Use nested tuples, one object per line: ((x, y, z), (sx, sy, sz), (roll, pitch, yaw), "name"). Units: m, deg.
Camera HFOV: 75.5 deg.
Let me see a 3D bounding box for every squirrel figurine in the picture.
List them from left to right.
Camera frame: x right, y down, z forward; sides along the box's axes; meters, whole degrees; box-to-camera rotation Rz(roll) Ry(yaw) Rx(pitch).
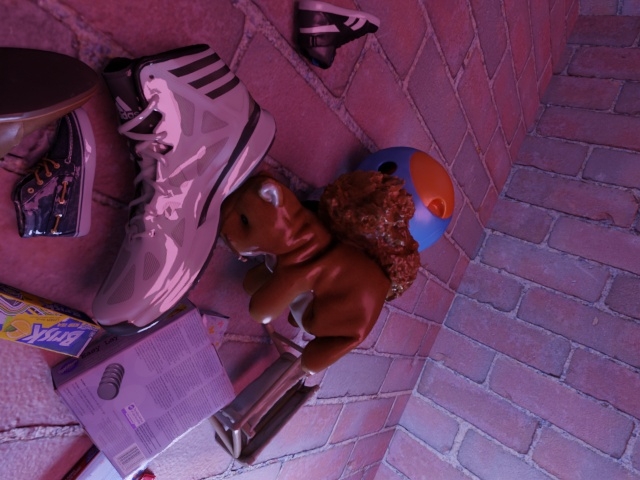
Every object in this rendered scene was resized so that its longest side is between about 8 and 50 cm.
((0.000, 0.000, 0.851), (0.397, 0.281, 0.370), (-32, 103, 4), "squirrel figurine")

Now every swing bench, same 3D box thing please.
((-0.142, 0.388, 1.019), (0.253, 0.165, 0.254), (-40, 138, -34), "swing bench")

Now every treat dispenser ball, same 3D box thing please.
((0.207, -0.103, 1.099), (0.288, 0.288, 0.288), (-30, 131, -41), "treat dispenser ball")

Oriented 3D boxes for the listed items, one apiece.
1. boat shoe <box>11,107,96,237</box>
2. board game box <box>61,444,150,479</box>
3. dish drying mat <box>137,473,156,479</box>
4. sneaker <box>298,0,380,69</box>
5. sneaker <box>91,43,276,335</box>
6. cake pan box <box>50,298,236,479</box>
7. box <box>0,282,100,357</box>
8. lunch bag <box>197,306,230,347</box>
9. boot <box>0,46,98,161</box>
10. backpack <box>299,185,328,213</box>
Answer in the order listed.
((-0.355, -0.088, 0.550), (0.083, 0.065, 0.183), (-8, 115, -48), "boat shoe")
((-0.435, 0.476, 0.796), (0.281, 0.027, 0.145), (-49, 140, -24), "board game box")
((-0.378, 0.519, 0.890), (0.032, 0.008, 0.083), (-45, 160, -26), "dish drying mat")
((0.034, -0.426, 0.878), (0.217, 0.079, 0.121), (-14, 123, -40), "sneaker")
((-0.258, -0.101, 0.608), (0.257, 0.169, 0.447), (48, 61, -48), "sneaker")
((-0.304, 0.272, 0.766), (0.246, 0.070, 0.266), (-31, 124, -27), "cake pan box")
((-0.414, 0.115, 0.596), (0.059, 0.054, 0.169), (-59, 145, -12), "box")
((-0.238, 0.185, 0.874), (0.083, 0.053, 0.071), (26, 87, -45), "lunch bag")
((-0.399, -0.127, 0.469), (0.305, 0.112, 0.115), (-42, 167, -36), "boot")
((0.011, -0.042, 1.018), (0.115, 0.152, 0.182), (-54, 144, -45), "backpack")
